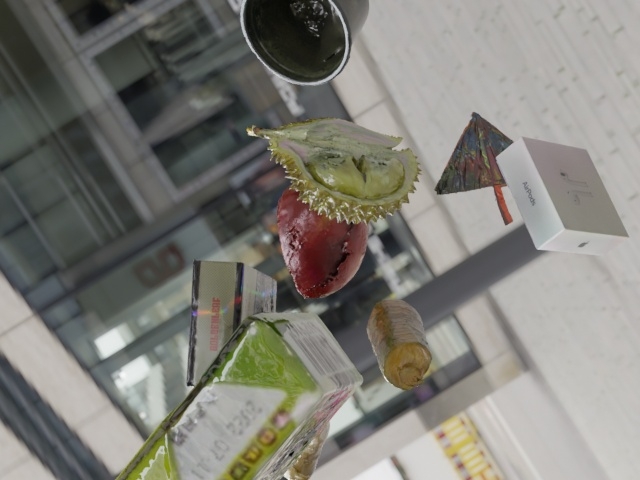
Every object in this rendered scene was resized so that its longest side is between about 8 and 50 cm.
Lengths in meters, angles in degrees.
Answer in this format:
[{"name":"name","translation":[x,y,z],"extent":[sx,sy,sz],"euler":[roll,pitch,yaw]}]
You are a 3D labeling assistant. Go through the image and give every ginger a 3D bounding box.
[{"name":"ginger","translation":[-0.025,0.357,2.177],"extent":[0.095,0.068,0.190],"euler":[-94,20,-60]}]

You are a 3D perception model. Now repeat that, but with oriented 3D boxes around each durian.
[{"name":"durian","translation":[0.007,-0.078,1.403],"extent":[0.208,0.102,0.146],"euler":[23,-140,-5]}]

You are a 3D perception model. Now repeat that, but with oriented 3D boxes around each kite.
[{"name":"kite","translation":[0.276,-0.116,1.927],"extent":[0.009,0.232,0.189],"euler":[154,102,-67]}]

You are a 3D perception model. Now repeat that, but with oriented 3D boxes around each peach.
[{"name":"peach","translation":[-0.002,0.001,1.614],"extent":[0.092,0.127,0.172],"euler":[-80,1,-76]}]

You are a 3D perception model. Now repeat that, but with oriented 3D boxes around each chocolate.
[{"name":"chocolate","translation":[-0.092,0.239,1.587],"extent":[0.137,0.289,0.301],"euler":[42,-173,13]}]

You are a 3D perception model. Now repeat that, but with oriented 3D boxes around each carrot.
[{"name":"carrot","translation":[0.153,0.195,2.349],"extent":[0.114,0.114,0.302],"euler":[59,-176,-14]}]

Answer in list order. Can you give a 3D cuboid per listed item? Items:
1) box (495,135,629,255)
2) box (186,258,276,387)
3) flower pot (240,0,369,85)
[{"name":"box","translation":[0.286,-0.050,1.445],"extent":[0.129,0.051,0.130],"euler":[6,-126,-43]},{"name":"box","translation":[-0.139,0.143,1.971],"extent":[0.310,0.084,0.198],"euler":[46,-134,-79]},{"name":"flower pot","translation":[-0.009,-0.290,1.556],"extent":[0.157,0.107,0.157],"euler":[19,133,22]}]
